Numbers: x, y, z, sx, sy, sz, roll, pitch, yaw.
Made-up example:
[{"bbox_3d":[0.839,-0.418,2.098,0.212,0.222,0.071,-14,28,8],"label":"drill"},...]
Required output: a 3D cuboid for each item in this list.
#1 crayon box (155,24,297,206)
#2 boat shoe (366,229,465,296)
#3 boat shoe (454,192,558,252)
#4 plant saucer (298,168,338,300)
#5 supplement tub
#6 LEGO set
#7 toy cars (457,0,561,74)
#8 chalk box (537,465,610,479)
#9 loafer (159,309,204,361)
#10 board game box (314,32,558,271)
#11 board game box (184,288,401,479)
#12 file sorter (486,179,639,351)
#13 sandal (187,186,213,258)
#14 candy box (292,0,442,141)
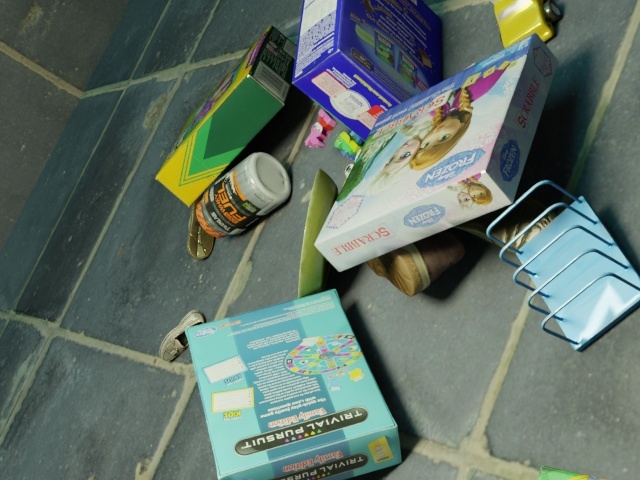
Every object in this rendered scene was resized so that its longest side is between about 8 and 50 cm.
[{"bbox_3d":[-0.192,-0.277,2.193,0.313,0.106,0.363,-45,15,24],"label":"crayon box"},{"bbox_3d":[0.127,-0.016,1.603,0.123,0.123,0.342,-28,19,-7],"label":"boat shoe"},{"bbox_3d":[0.260,-0.028,1.434,0.223,0.073,0.080,18,92,40],"label":"boat shoe"},{"bbox_3d":[0.000,0.000,1.710,0.241,0.037,0.241,7,-90,-85],"label":"plant saucer"},{"bbox_3d":[-0.160,-0.087,2.053,0.190,0.117,0.117,-34,38,36],"label":"supplement tub"},{"bbox_3d":[0.049,-0.137,1.832,0.093,0.087,0.227,-54,37,13],"label":"LEGO set"},{"bbox_3d":[0.271,-0.306,1.652,0.394,0.087,0.176,-60,30,-3],"label":"toy cars"},{"bbox_3d":[0.316,0.318,0.987,0.213,0.132,0.132,-4,61,54],"label":"chalk box"},{"bbox_3d":[-0.281,0.198,2.050,0.125,0.045,0.039,-52,38,5],"label":"loafer"},{"bbox_3d":[0.168,-0.126,1.464,0.318,0.066,0.318,-24,29,41],"label":"board game box"},{"bbox_3d":[-0.051,0.227,1.515,0.253,0.079,0.336,-15,35,-7],"label":"board game box"},{"bbox_3d":[0.301,0.028,1.260,0.118,0.104,0.170,-44,47,23],"label":"file sorter"},{"bbox_3d":[-0.255,-0.038,2.208,0.049,0.072,0.180,134,150,-62],"label":"sandal"},{"bbox_3d":[0.091,-0.335,1.763,0.122,0.268,0.317,-27,42,36],"label":"candy box"}]
